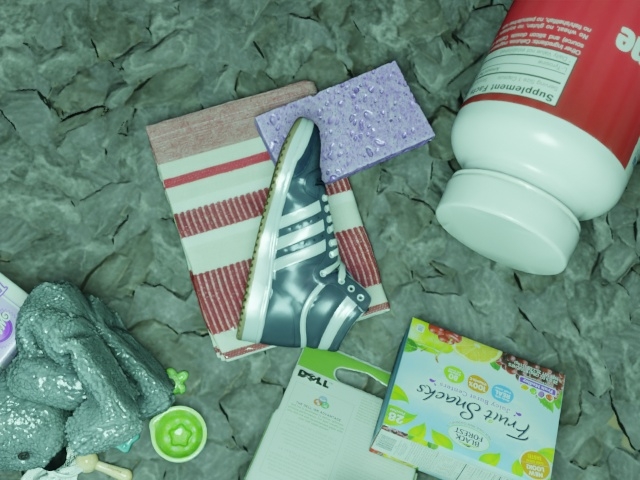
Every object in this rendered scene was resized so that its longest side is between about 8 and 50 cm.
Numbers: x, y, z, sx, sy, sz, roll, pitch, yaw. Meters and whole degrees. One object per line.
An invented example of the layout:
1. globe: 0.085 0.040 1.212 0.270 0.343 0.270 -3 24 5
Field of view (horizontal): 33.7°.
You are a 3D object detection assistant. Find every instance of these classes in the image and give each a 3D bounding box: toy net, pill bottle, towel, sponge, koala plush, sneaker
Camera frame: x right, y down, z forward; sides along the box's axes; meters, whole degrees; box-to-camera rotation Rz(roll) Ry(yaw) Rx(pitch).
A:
1. toy net: -0.258 0.241 1.287 0.232 0.045 0.122 -20 79 -9
2. pill bottle: 0.307 -0.175 1.336 0.229 0.229 0.408 26 76 2
3. towel: -0.069 -0.029 1.374 0.237 0.037 0.329 -17 80 -10
4. sponge: 0.032 -0.145 1.379 0.210 0.031 0.117 -24 82 -12
5. koala plush: -0.320 0.180 1.203 0.221 0.196 0.203 -38 88 10
6. sneaker: 0.000 0.000 1.291 0.153 0.099 0.282 13 93 -2

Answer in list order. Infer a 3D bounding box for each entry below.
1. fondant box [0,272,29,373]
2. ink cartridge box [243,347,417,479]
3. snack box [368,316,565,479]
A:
1. fondant box: -0.526 0.085 1.280 0.330 0.096 0.238 37 76 4
2. ink cartridge box: 0.020 0.265 1.286 0.188 0.097 0.255 23 42 2
3. snack box: 0.181 0.209 1.280 0.207 0.070 0.174 21 46 2
